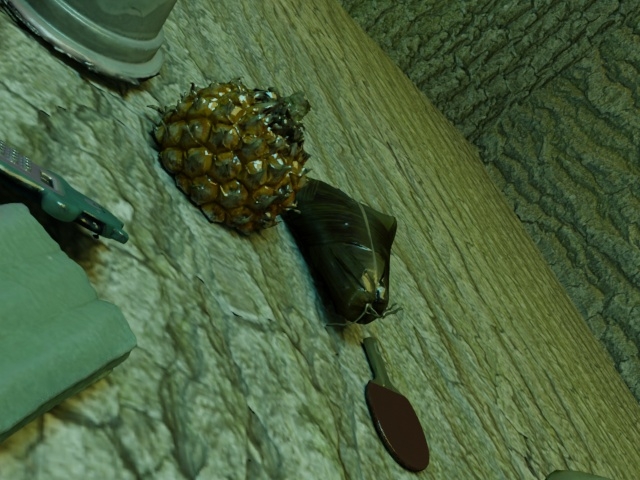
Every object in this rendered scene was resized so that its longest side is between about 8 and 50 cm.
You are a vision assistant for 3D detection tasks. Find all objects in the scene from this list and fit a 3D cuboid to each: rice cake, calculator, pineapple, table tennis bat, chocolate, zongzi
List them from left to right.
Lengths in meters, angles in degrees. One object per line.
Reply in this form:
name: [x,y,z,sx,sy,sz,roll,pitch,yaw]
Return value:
rice cake: [-0.183,0.049,0.307,0.127,0.043,0.237,50,19,-2]
calculator: [-0.186,-0.039,0.445,0.141,0.019,0.094,36,0,-29]
chocolate: [-0.202,-0.272,0.673,0.221,0.147,0.221,43,18,-18]
pineapple: [-0.065,-0.106,0.695,0.176,0.137,0.161,36,25,-40]
zongzi: [0.000,0.000,0.765,0.184,0.084,0.187,32,29,-13]
table tennis bat: [0.072,0.167,0.715,0.087,0.013,0.156,30,30,-41]

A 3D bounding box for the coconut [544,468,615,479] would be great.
coconut: [0.290,0.321,0.700,0.171,0.171,0.182,25,41,-52]
